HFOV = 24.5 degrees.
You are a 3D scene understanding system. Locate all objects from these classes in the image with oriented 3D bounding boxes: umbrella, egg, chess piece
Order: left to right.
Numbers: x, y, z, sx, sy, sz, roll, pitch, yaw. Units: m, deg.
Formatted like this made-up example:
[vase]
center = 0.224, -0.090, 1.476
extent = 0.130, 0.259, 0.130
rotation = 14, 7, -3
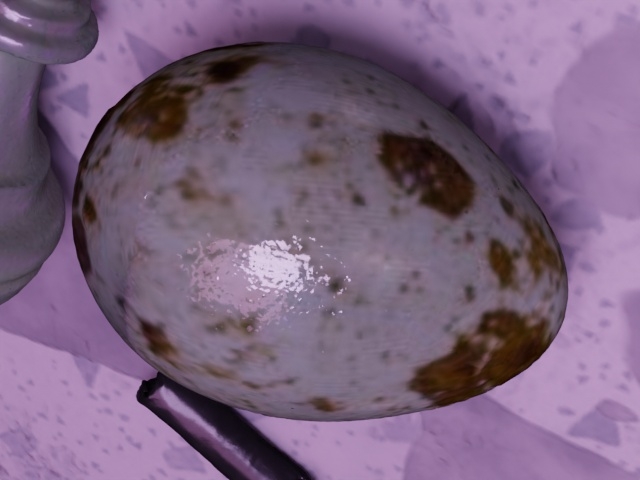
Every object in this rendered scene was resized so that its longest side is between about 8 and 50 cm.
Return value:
[chess piece]
center = -0.155, -0.101, 0.725
extent = 0.139, 0.139, 0.272
rotation = 34, 121, 2
[umbrella]
center = -0.052, 0.122, 0.877
extent = 0.133, 0.031, 0.036
rotation = 43, 133, -6
[egg]
center = 0.000, 0.000, 0.672
extent = 0.231, 0.169, 0.169
rotation = 18, 129, 5
